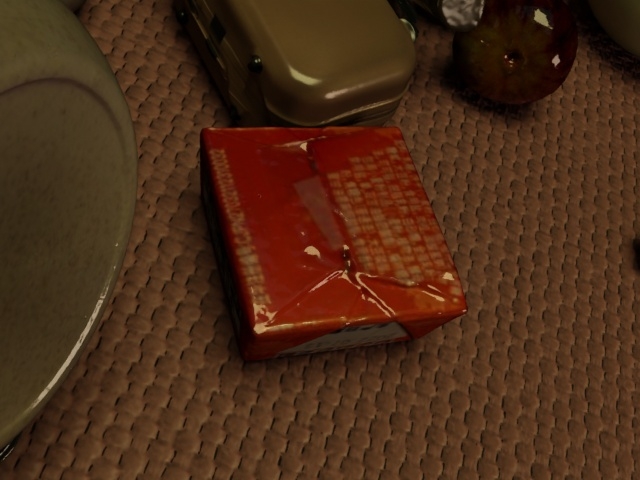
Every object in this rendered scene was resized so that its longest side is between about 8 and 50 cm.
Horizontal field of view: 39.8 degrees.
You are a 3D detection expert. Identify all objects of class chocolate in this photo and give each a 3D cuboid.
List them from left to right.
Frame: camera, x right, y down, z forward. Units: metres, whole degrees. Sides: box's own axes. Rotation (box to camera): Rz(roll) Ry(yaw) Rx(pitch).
[{"bbox_3d":[0.000,0.000,0.911,0.234,0.108,0.238,-5,61,-25],"label":"chocolate"}]

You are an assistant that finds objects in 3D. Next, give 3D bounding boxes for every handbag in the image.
[{"bbox_3d":[-0.006,-0.256,1.055,0.283,0.149,0.302,-17,64,-28],"label":"handbag"}]

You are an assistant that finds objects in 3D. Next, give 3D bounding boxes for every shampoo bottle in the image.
[{"bbox_3d":[0.121,-0.390,1.160,0.084,0.126,0.350,2,42,-22],"label":"shampoo bottle"}]

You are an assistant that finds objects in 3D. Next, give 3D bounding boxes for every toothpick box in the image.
[{"bbox_3d":[-0.377,-0.050,0.604,0.425,0.409,0.409,21,51,14],"label":"toothpick box"}]

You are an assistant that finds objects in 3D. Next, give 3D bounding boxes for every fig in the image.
[{"bbox_3d":[0.271,-0.269,1.167,0.202,0.149,0.148,-48,125,-24],"label":"fig"}]

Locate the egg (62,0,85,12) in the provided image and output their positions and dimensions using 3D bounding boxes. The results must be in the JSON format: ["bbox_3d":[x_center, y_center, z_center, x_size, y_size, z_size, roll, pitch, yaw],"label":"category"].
[{"bbox_3d":[-0.303,-0.308,0.993,0.103,0.103,0.135,17,52,-11],"label":"egg"}]

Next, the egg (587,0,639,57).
[{"bbox_3d":[0.506,-0.380,1.297,0.269,0.219,0.219,43,53,9],"label":"egg"}]

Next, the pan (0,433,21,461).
[{"bbox_3d":[-0.325,0.177,0.708,0.136,0.028,0.235,20,53,-8],"label":"pan"}]
